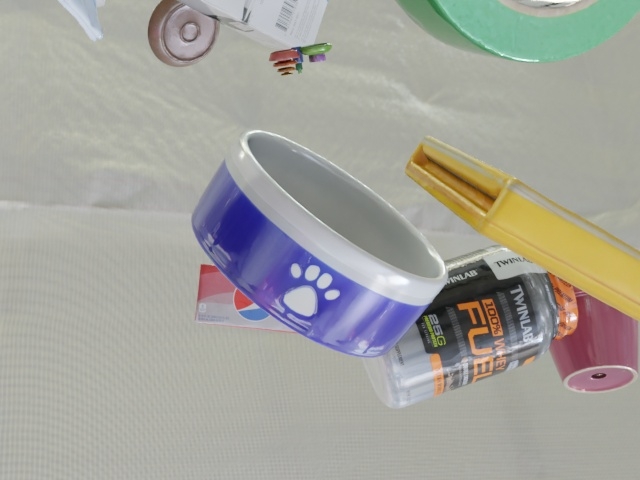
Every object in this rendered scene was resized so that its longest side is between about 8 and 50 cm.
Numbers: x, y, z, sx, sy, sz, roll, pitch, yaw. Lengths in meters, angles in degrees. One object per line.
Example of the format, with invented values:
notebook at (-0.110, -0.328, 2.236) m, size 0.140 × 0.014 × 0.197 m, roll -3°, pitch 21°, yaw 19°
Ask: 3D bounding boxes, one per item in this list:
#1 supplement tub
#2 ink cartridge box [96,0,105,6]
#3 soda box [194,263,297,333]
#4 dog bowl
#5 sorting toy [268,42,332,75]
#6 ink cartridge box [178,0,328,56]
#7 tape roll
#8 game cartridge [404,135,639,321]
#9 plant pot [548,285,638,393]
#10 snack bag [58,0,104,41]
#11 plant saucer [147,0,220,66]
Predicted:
supplement tub at (0.233, 0.131, 1.394) m, size 0.338 × 0.207 × 0.207 m, roll -18°, pitch -116°, yaw -8°
ink cartridge box at (-0.394, -0.459, 1.370) m, size 0.056 × 0.099 × 0.135 m, roll -18°, pitch -103°, yaw -26°
soda box at (-0.047, 0.090, 1.253) m, size 0.264 × 0.083 × 0.092 m, roll 5°, pitch -93°, yaw 4°
dog bowl at (0.000, 0.000, 0.896) m, size 0.265 × 0.104 × 0.265 m, roll 32°, pitch -164°, yaw -11°
sorting toy at (-0.030, -0.279, 1.315) m, size 0.102 × 0.042 × 0.061 m, roll -12°, pitch -162°, yaw -9°
ink cartridge box at (-0.120, -0.487, 1.485) m, size 0.129 × 0.223 × 0.308 m, roll 23°, pitch -175°, yaw 38°
tape roll at (0.192, -0.324, 0.757) m, size 0.322 × 0.321 × 0.077 m, roll -8°, pitch -160°, yaw -25°
game cartridge at (0.244, 0.019, 0.751) m, size 0.324 × 0.052 × 0.285 m, roll 30°, pitch -171°, yaw -11°
plant pot at (0.487, 0.169, 1.520) m, size 0.202 × 0.201 × 0.180 m, roll 9°, pitch -122°, yaw -15°
snack bag at (-0.392, -0.467, 1.098) m, size 0.037 × 0.342 × 0.322 m, roll -17°, pitch -103°, yaw 5°
plant saucer at (-0.279, -0.440, 1.771) m, size 0.169 × 0.168 × 0.029 m, roll -19°, pitch -139°, yaw -30°
